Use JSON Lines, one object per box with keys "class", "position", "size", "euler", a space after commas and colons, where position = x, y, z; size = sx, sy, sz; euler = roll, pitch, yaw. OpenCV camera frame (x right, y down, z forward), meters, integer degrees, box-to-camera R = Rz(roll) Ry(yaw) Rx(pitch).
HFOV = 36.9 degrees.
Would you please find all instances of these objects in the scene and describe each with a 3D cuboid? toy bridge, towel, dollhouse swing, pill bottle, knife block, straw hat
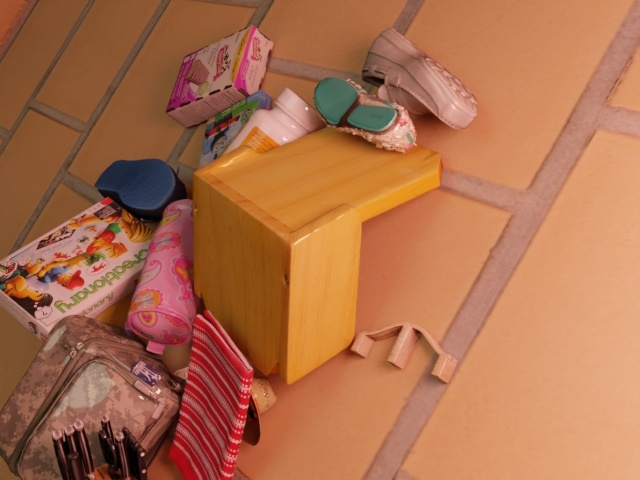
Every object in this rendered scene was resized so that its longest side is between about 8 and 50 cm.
{"class": "toy bridge", "position": [0.117, 0.148, 1.347], "size": [0.188, 0.026, 0.063], "euler": [11, 69, 51]}
{"class": "towel", "position": [-0.172, 0.272, 1.480], "size": [0.199, 0.031, 0.275], "euler": [42, 125, 52]}
{"class": "dollhouse swing", "position": [0.000, 0.000, 1.537], "size": [0.347, 0.305, 0.315], "euler": [33, 127, 53]}
{"class": "pill bottle", "position": [-0.097, -0.146, 1.711], "size": [0.246, 0.136, 0.136], "euler": [-51, 37, 7]}
{"class": "knife block", "position": [-0.355, 0.420, 1.494], "size": [0.276, 0.242, 0.088], "euler": [-58, 36, -2]}
{"class": "straw hat", "position": [-0.101, 0.243, 1.487], "size": [0.061, 0.145, 0.144], "euler": [-21, 27, -27]}

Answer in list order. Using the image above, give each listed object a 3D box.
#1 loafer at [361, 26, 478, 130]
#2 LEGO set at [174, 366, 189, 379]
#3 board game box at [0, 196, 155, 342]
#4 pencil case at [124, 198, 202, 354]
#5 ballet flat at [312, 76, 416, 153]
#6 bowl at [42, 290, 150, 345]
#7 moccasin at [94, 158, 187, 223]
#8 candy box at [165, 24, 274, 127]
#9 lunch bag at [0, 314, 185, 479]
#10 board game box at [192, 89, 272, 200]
{"class": "loafer", "position": [0.151, -0.241, 1.536], "size": [0.111, 0.112, 0.319], "euler": [-53, 29, 13]}
{"class": "LEGO set", "position": [-0.151, 0.143, 1.625], "size": [0.182, 0.060, 0.244], "euler": [-23, 45, 38]}
{"class": "board game box", "position": [-0.447, 0.052, 1.791], "size": [0.193, 0.053, 0.305], "euler": [34, 49, 22]}
{"class": "pencil case", "position": [-0.259, 0.060, 1.723], "size": [0.124, 0.124, 0.284], "euler": [-27, 38, 34]}
{"class": "ballet flat", "position": [0.069, -0.193, 1.533], "size": [0.091, 0.077, 0.241], "euler": [-50, 39, 0]}
{"class": "bowl", "position": [-0.462, 0.131, 1.881], "size": [0.289, 0.156, 0.289], "euler": [-22, 52, 31]}
{"class": "moccasin", "position": [-0.348, -0.099, 1.983], "size": [0.138, 0.117, 0.342], "euler": [-49, 31, -10]}
{"class": "candy box", "position": [-0.218, -0.346, 2.049], "size": [0.233, 0.071, 0.159], "euler": [-12, 55, 43]}
{"class": "lunch bag", "position": [-0.383, 0.312, 1.650], "size": [0.256, 0.212, 0.305], "euler": [36, 93, 37]}
{"class": "board game box", "position": [-0.175, -0.180, 1.905], "size": [0.160, 0.039, 0.212], "euler": [-23, 49, 36]}
